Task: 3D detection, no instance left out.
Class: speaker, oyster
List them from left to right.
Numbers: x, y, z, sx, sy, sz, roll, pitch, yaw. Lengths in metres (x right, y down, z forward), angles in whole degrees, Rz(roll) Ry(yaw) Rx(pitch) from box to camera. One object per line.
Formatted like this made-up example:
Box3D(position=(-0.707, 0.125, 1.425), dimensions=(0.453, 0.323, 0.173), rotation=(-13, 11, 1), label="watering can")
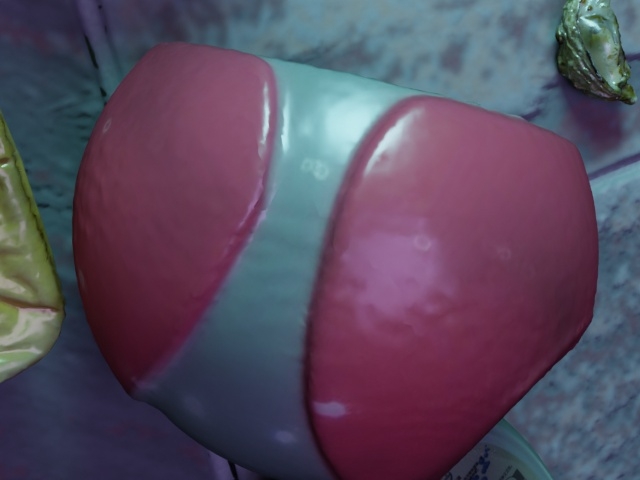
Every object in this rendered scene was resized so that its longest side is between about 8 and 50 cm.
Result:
Box3D(position=(0.000, 0.000, 0.778), dimensions=(0.294, 0.294, 0.294), rotation=(-7, 107, -24), label="speaker")
Box3D(position=(0.194, -0.141, 0.987), dimensions=(0.080, 0.038, 0.083), rotation=(16, 71, -38), label="oyster")

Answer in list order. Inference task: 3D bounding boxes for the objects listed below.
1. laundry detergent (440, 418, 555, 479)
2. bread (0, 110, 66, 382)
Box3D(position=(0.050, 0.195, 0.958), dimensions=(0.215, 0.105, 0.280), rotation=(-45, 119, -6), label="laundry detergent")
Box3D(position=(-0.244, -0.044, 0.745), dimensions=(0.152, 0.119, 0.288), rotation=(-24, 114, -21), label="bread")
